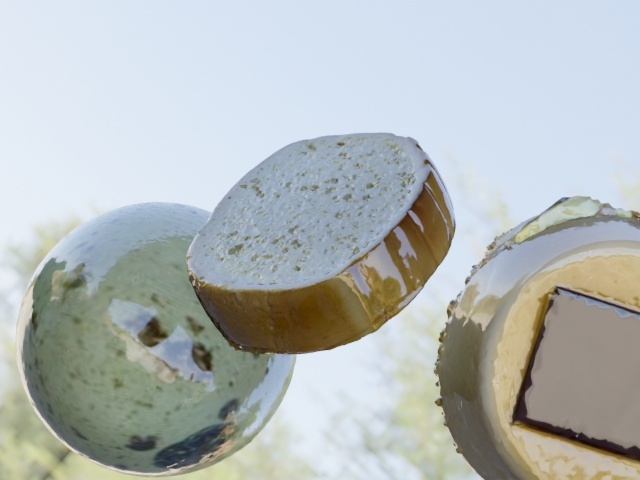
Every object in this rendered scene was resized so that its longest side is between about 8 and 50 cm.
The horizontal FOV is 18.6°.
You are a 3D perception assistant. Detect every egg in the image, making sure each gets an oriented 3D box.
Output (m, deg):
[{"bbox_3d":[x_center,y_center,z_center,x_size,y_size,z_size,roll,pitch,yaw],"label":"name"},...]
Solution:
[{"bbox_3d":[-0.168,0.104,2.016,0.287,0.287,0.379,43,10,-3],"label":"egg"}]

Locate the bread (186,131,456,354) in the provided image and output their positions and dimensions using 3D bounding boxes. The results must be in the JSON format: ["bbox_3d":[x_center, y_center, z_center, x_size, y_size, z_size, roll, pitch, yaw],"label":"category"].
[{"bbox_3d":[0.000,0.000,1.599,0.236,0.236,0.070,24,-31,55],"label":"bread"}]

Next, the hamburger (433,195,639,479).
[{"bbox_3d":[0.251,0.115,1.796,0.302,0.302,0.170,45,-3,-12],"label":"hamburger"}]
